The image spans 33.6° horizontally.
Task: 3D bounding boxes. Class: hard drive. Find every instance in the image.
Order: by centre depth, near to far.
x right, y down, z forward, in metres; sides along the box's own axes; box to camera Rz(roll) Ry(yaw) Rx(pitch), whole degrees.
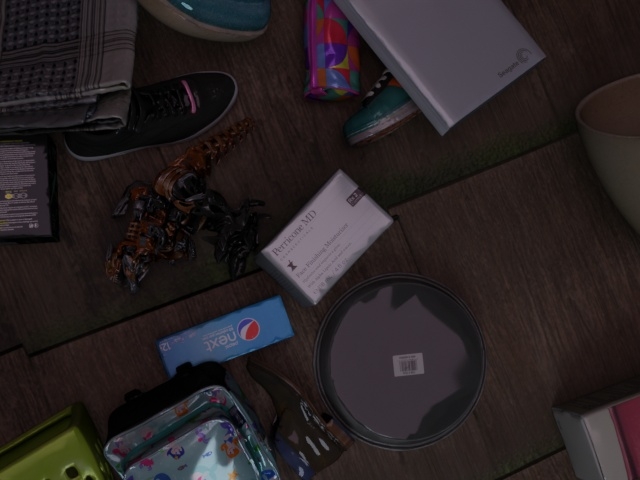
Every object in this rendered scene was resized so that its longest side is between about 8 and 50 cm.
[{"bbox_3d":[0.169,-0.367,1.692,0.233,0.047,0.353,-37,87,-24],"label":"hard drive"}]

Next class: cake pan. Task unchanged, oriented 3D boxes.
[{"bbox_3d":[0.136,0.197,1.726,0.293,0.054,0.293,1,85,-7],"label":"cake pan"}]

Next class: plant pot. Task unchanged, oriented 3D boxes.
[{"bbox_3d":[-0.401,0.395,1.568,0.228,0.227,0.207,-32,96,-9],"label":"plant pot"}]

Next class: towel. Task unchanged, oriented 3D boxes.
[{"bbox_3d":[-0.429,-0.293,1.613,0.312,0.056,0.324,-4,58,4],"label":"towel"}]

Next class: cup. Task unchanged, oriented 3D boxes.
[{"bbox_3d":[0.590,-0.120,1.699,0.331,0.331,0.237,-17,113,-8],"label":"cup"}]

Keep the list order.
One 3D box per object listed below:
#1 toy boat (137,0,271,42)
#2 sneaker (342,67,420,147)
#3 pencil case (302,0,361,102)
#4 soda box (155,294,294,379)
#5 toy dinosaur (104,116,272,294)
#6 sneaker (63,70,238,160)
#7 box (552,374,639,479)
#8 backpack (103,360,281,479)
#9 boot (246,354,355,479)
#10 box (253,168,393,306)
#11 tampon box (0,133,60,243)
[{"bbox_3d":[-0.198,-0.468,1.667,0.267,0.148,0.318,1,64,-46],"label":"toy boat"},{"bbox_3d":[0.140,-0.270,1.745,0.302,0.108,0.121,-37,89,-16],"label":"sneaker"},{"bbox_3d":[0.013,-0.345,1.736,0.104,0.104,0.236,-4,85,-7],"label":"pencil case"},{"bbox_3d":[-0.152,0.155,1.689,0.210,0.067,0.071,-20,88,-8],"label":"soda box"},{"bbox_3d":[-0.206,-0.052,1.668,0.218,0.164,0.322,33,104,13],"label":"toy dinosaur"},{"bbox_3d":[-0.265,-0.206,1.668,0.295,0.147,0.105,-20,86,-9],"label":"sneaker"},{"bbox_3d":[0.519,0.296,1.713,0.232,0.148,0.127,-19,88,-7],"label":"box"},{"bbox_3d":[-0.179,0.341,1.601,0.225,0.191,0.254,-29,115,0],"label":"backpack"},{"bbox_3d":[-0.057,0.285,1.682,0.219,0.082,0.106,42,79,-3],"label":"boot"},{"bbox_3d":[0.000,0.000,1.662,0.119,0.182,0.181,43,82,-2],"label":"box"},{"bbox_3d":[-0.464,-0.078,1.646,0.101,0.120,0.161,-3,85,-8],"label":"tampon box"}]
